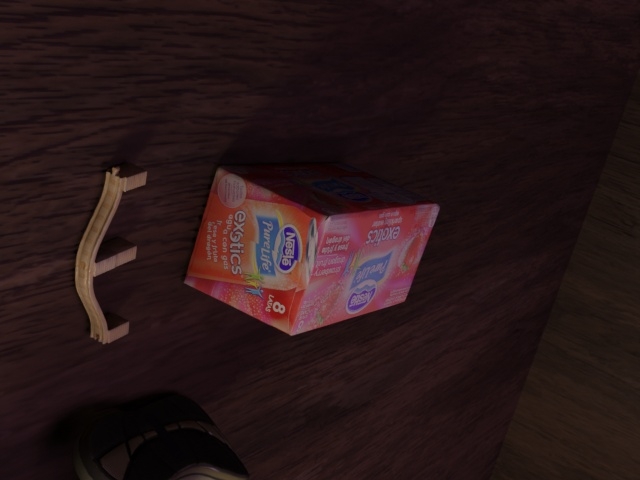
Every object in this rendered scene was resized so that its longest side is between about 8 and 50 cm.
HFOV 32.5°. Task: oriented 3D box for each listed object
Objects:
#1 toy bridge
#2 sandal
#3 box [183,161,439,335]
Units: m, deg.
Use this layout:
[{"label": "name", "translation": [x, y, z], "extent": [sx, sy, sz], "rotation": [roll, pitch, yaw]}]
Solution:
[{"label": "toy bridge", "translation": [-0.203, 0.015, 1.044], "extent": [0.063, 0.026, 0.188], "rotation": [-27, 135, -52]}, {"label": "sandal", "translation": [-0.184, 0.242, 1.215], "extent": [0.086, 0.120, 0.303], "rotation": [-44, 157, 15]}, {"label": "box", "translation": [0.000, 0.000, 1.281], "extent": [0.300, 0.154, 0.142], "rotation": [-10, 120, -62]}]
